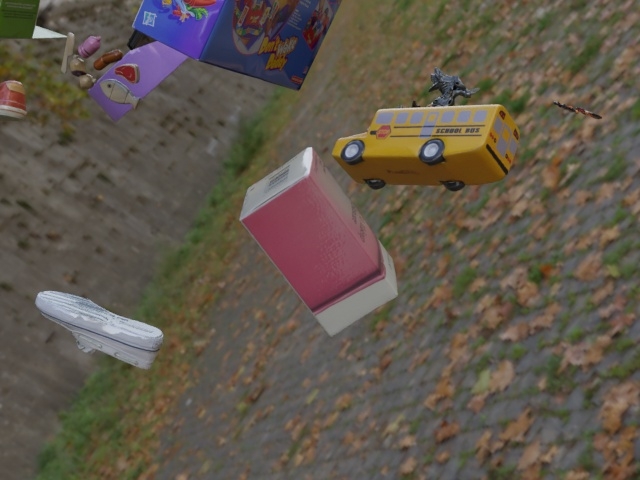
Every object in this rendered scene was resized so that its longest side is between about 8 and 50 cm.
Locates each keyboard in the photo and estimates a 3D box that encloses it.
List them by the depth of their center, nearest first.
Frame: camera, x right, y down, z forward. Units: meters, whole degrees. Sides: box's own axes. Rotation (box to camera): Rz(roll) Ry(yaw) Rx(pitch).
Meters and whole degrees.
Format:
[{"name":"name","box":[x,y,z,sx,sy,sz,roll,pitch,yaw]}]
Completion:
[{"name":"keyboard","box":[-0.224,-0.355,1.452,0.108,0.023,0.180,-44,0,35]}]

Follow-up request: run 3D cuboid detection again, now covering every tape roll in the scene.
[{"name":"tape roll","box":[-0.367,-0.375,2.005,0.275,0.090,0.275,-40,14,12]}]

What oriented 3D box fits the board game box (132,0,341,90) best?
[{"name":"board game box","box":[-0.053,-0.298,1.024,0.233,0.078,0.347,-64,-11,10]}]

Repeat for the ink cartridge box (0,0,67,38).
[{"name":"ink cartridge box","box":[-0.562,-0.413,1.593,0.255,0.189,0.097,-44,-28,-72]}]

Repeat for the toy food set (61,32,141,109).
[{"name":"toy food set","box":[-0.287,-0.225,1.226,0.019,0.122,0.078,-41,-29,-65]}]

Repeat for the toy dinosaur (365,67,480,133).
[{"name":"toy dinosaur","box":[0.251,-0.226,2.015,0.218,0.322,0.164,-51,-28,-25]}]

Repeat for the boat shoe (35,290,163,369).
[{"name":"boat shoe","box":[-0.379,0.156,1.573,0.083,0.226,0.075,-43,-27,-75]}]

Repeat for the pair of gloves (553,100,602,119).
[{"name":"pair of gloves","box":[0.475,-0.241,1.731,0.083,0.074,0.010,27,101,42]}]

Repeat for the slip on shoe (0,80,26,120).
[{"name":"slip on shoe","box":[-0.868,-0.369,2.410,0.331,0.123,0.101,9,88,37]}]

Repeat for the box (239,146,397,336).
[{"name":"box","box":[0.000,0.000,1.407,0.127,0.232,0.148,-33,18,13]}]

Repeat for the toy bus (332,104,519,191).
[{"name":"toy bus","box":[0.188,-0.173,1.741,0.333,0.108,0.130,4,64,40]}]
